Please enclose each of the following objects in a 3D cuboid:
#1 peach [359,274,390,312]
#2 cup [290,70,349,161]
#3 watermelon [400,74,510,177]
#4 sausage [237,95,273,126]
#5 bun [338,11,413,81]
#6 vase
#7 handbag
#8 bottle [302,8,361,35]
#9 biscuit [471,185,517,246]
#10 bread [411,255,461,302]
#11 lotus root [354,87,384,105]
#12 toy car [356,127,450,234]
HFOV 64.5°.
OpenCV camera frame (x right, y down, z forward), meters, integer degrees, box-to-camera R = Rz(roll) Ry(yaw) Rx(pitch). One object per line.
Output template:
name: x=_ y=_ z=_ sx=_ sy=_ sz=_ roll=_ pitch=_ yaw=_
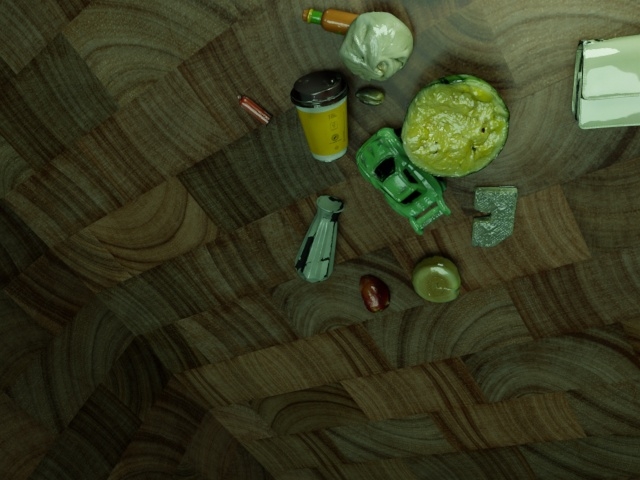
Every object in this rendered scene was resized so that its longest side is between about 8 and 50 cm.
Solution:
peach: x=0.236 y=0.224 z=2.163 sx=0.092 sy=0.127 sz=0.172 roll=-20 pitch=92 yaw=38
cup: x=0.010 y=-0.418 z=1.716 sx=0.196 sy=0.197 sz=0.280 roll=4 pitch=135 yaw=16
watermelon: x=0.421 y=-0.378 z=1.597 sx=0.330 sy=0.190 sz=0.331 roll=3 pitch=137 yaw=3
sausage: x=-0.243 y=-0.474 z=1.841 sx=0.145 sy=0.050 sz=0.048 roll=37 pitch=170 yaw=-10
bun: x=0.171 y=-0.568 z=1.537 sx=0.230 sy=0.133 sz=0.231 roll=-4 pitch=148 yaw=-3
vase: x=0.000 y=0.000 z=2.046 sx=0.165 sy=0.165 sz=0.360 roll=19 pitch=126 yaw=5
handbag: x=0.903 y=-0.448 z=1.396 sx=0.358 sy=0.160 sz=0.237 roll=0 pitch=118 yaw=19
bottle: x=0.035 y=-0.684 z=1.579 sx=0.186 sy=0.069 sz=0.069 roll=17 pitch=129 yaw=8
biscuit: x=0.622 y=-0.081 z=1.832 sx=0.147 sy=0.046 sz=0.250 roll=5 pitch=126 yaw=15
bread: x=0.461 y=0.152 z=2.023 sx=0.213 sy=0.105 sz=0.214 roll=11 pitch=131 yaw=13
lotus root: x=0.163 y=-0.480 z=1.693 sx=0.099 sy=0.049 sz=0.054 roll=15 pitch=137 yaw=7
toy car: x=0.288 y=-0.213 z=1.768 sx=0.358 sy=0.176 sz=0.213 roll=44 pitch=126 yaw=-14
